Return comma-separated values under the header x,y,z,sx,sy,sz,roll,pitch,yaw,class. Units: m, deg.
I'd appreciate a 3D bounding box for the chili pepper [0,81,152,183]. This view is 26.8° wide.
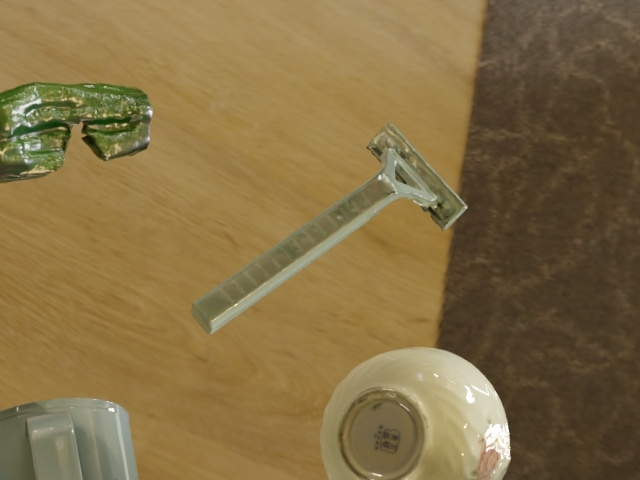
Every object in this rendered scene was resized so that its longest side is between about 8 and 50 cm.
x,y,z,sx,sy,sz,roll,pitch,yaw,class
-0.294,-0.117,1.413,0.253,0.083,0.099,-16,92,-31,chili pepper

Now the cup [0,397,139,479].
x,y,z,sx,sy,sz,roll,pitch,yaw,class
-0.343,0.395,1.834,0.257,0.331,0.311,9,56,-42,cup

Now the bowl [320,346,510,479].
x,y,z,sx,sy,sz,roll,pitch,yaw,class
0.114,0.278,1.884,0.145,0.277,0.277,24,88,-61,bowl

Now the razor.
x,y,z,sx,sy,sz,roll,pitch,yaw,class
0.002,-0.004,1.183,0.278,0.056,0.111,-34,76,-30,razor
